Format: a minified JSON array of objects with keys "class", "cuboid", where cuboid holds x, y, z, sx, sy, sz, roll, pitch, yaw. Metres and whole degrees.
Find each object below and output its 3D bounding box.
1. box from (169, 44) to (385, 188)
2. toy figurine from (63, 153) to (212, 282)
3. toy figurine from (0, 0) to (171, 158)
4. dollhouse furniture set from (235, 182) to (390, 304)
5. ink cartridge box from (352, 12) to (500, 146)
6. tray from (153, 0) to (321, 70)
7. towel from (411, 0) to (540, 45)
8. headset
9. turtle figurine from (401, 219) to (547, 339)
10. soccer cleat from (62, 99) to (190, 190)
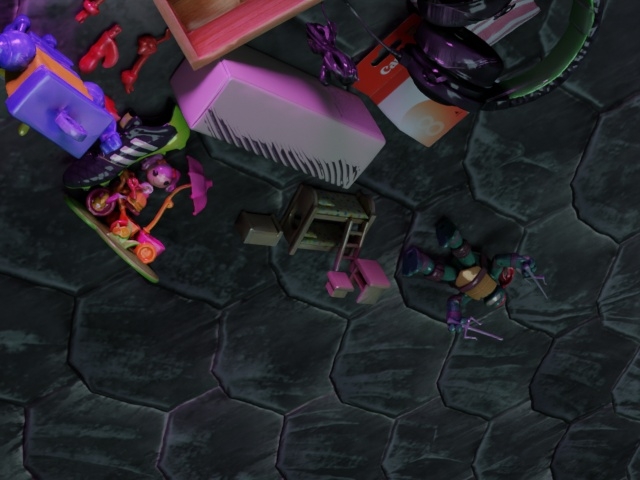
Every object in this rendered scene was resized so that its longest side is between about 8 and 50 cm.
[{"class":"box","cuboid":[-0.052,-0.168,1.598,0.275,0.113,0.094,19,121,-38]},{"class":"toy figurine","cuboid":[-0.228,-0.057,1.638,0.159,0.130,0.173,-46,112,0]},{"class":"toy figurine","cuboid":[-0.300,-0.204,1.348,0.191,0.217,0.362,-39,138,11]},{"class":"dollhouse furniture set","cuboid":[0.000,0.000,1.752,0.182,0.161,0.101,6,128,-34]},{"class":"ink cartridge box","cuboid":[0.142,-0.218,1.684,0.145,0.045,0.179,-40,138,26]},{"class":"tray","cuboid":[-0.018,-0.385,1.426,0.411,0.076,0.203,-28,137,1]},{"class":"towel","cuboid":[0.206,-0.326,1.640,0.144,0.029,0.197,-34,138,8]},{"class":"headset","cuboid":[0.177,-0.261,1.524,0.394,0.185,0.243,-6,127,-15]},{"class":"turtle figurine","cuboid":[0.249,0.068,1.989,0.234,0.118,0.175,35,95,-29]},{"class":"soccer cleat","cuboid":[-0.255,-0.125,1.577,0.179,0.060,0.072,-26,129,-12]}]
